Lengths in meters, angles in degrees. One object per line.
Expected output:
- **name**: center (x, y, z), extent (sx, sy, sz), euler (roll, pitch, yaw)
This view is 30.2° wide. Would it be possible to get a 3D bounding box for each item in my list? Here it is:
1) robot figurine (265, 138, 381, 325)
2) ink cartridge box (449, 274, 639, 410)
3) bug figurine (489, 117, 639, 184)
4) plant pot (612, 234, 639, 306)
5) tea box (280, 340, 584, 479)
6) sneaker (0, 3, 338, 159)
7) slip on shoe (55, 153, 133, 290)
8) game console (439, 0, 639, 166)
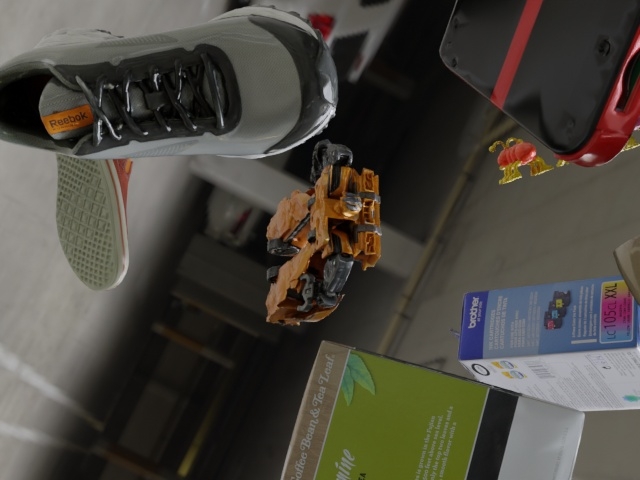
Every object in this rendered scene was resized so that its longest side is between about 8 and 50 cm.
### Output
- **robot figurine**: center (0.000, 0.000, 1.489), extent (0.291, 0.085, 0.211), euler (138, -46, -62)
- **ink cartridge box**: center (0.429, 0.200, 2.169), extent (0.395, 0.270, 0.151), euler (-9, -124, 30)
- **bug figurine**: center (0.427, -0.165, 1.942), extent (0.216, 0.279, 0.072), euler (-18, -92, 63)
- **plant pot**: center (0.502, 0.061, 1.356), extent (0.284, 0.284, 0.191), euler (132, -57, -70)
- **tea box**: center (0.127, 0.275, 1.501), extent (0.329, 0.323, 0.220), euler (75, 31, -82)
- **sneaker**: center (-0.111, -0.091, 0.783), extent (0.108, 0.271, 0.100), euler (-37, 121, -55)
- **slip on shoe**: center (-0.302, -0.088, 1.633), extent (0.123, 0.101, 0.331), euler (-29, -117, 33)
- **game console**: center (0.290, -0.313, 1.362), extent (0.342, 0.060, 0.387), euler (53, -48, 50)
